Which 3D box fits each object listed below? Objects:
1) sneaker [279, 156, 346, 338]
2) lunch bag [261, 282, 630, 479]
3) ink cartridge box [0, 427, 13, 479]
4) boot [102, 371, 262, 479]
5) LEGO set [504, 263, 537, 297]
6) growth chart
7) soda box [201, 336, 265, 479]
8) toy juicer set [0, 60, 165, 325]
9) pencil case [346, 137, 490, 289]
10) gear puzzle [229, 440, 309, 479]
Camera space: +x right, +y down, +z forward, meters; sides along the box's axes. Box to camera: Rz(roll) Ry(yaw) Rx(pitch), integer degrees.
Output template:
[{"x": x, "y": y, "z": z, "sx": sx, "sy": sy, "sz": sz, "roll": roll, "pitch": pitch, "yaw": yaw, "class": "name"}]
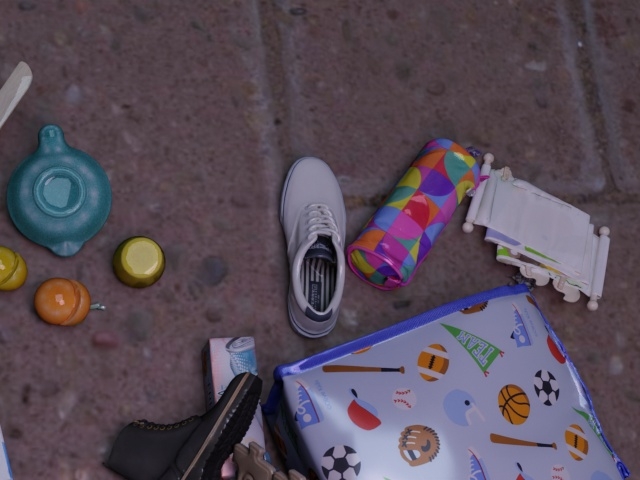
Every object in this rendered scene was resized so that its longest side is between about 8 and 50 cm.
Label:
[{"x": 0.000, "y": 0.000, "z": 1.893, "sx": 0.094, "sy": 0.091, "sz": 0.258, "roll": 2, "pitch": 70, "yaw": -16, "class": "sneaker"}, {"x": 0.164, "y": 0.260, "z": 1.766, "sx": 0.386, "sy": 0.239, "sz": 0.327, "roll": -22, "pitch": 75, "yaw": -17, "class": "lunch bag"}, {"x": -0.398, "y": 0.259, "z": 1.661, "sx": 0.052, "sy": 0.122, "sz": 0.088, "roll": -13, "pitch": 74, "yaw": -17, "class": "ink cartridge box"}, {"x": -0.172, "y": 0.227, "z": 1.729, "sx": 0.137, "sy": 0.077, "sz": 0.198, "roll": 27, "pitch": 78, "yaw": 23, "class": "boot"}, {"x": 0.286, "y": 0.046, "z": 1.998, "sx": 0.054, "sy": 0.023, "sz": 0.083, "roll": -39, "pitch": 85, "yaw": -25, "class": "LEGO set"}, {"x": 0.312, "y": -0.009, "z": 2.013, "sx": 0.237, "sy": 0.021, "sz": 0.172, "roll": 30, "pitch": 54, "yaw": -4, "class": "growth chart"}, {"x": -0.111, "y": 0.217, "z": 1.796, "sx": 0.063, "sy": 0.058, "sz": 0.183, "roll": -1, "pitch": 71, "yaw": -17, "class": "soda box"}, {"x": -0.367, "y": -0.037, "z": 1.809, "sx": 0.209, "sy": 0.089, "sz": 0.329, "roll": -37, "pitch": 92, "yaw": -12, "class": "toy juicer set"}, {"x": 0.135, "y": -0.038, "z": 1.946, "sx": 0.104, "sy": 0.104, "sz": 0.236, "roll": 39, "pitch": 66, "yaw": 1, "class": "pencil case"}, {"x": 0.003, "y": 0.364, "z": 1.627, "sx": 0.044, "sy": 0.339, "sz": 0.175, "roll": -7, "pitch": 113, "yaw": -39, "class": "gear puzzle"}]
